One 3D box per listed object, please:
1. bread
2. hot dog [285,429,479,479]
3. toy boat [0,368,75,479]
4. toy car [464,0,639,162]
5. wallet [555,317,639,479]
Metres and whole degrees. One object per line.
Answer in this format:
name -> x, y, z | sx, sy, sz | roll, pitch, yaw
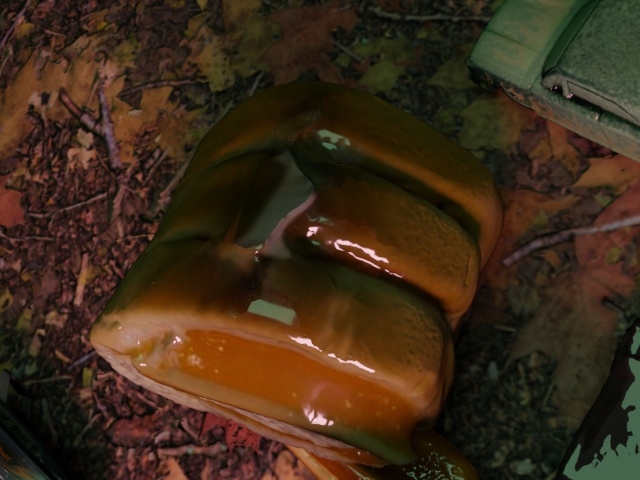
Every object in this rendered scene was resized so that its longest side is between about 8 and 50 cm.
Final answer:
bread -> 0.000, 0.000, 0.794 | 0.300, 0.210, 0.341 | 20, 60, 17
hot dog -> 0.035, 0.185, 0.828 | 0.249, 0.068, 0.100 | 36, 68, 26
toy boat -> -0.304, 0.225, 0.943 | 0.246, 0.093, 0.103 | 33, 66, 28
toy car -> 0.278, -0.154, 0.803 | 0.320, 0.097, 0.141 | 35, 89, 39
wallet -> 0.322, 0.177, 0.726 | 0.229, 0.049, 0.182 | 26, 87, 29
